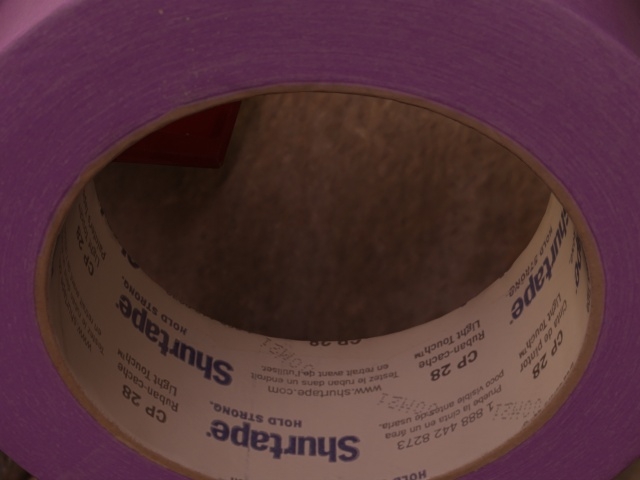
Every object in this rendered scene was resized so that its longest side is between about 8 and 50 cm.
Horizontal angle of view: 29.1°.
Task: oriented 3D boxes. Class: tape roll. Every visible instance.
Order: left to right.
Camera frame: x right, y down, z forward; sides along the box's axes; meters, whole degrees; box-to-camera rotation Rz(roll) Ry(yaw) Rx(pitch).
[{"bbox_3d":[0.000,0.000,0.446,0.275,0.275,0.090,-19,35,17],"label":"tape roll"}]

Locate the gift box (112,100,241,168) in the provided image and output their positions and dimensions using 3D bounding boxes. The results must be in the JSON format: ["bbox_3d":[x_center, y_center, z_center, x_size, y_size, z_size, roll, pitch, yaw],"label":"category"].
[{"bbox_3d":[-0.169,-0.167,0.594,0.258,0.276,0.255,22,96,27],"label":"gift box"}]
